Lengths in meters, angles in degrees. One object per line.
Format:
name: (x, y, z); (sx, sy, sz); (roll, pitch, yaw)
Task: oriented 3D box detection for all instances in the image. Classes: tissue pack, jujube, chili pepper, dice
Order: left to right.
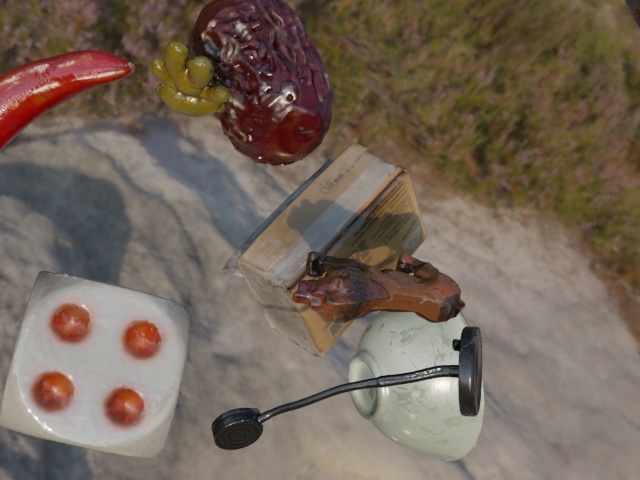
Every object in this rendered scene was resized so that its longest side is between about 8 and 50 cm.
chili pepper: (-0.444, -0.190, 1.654); (0.092, 0.368, 0.137); (44, 11, -48)
dice: (-0.348, 0.195, 1.775); (0.259, 0.243, 0.251); (15, 80, -12)
jujube: (-0.117, -0.310, 2.127); (0.258, 0.258, 0.376); (12, 42, -33)
tissue pack: (0.000, 0.000, 1.956); (0.238, 0.238, 0.305); (42, 71, 4)

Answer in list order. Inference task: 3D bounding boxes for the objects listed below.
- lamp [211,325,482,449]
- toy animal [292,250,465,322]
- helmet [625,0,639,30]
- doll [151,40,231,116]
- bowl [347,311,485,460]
lamp: (0.039, 0.215, 1.424); (0.371, 0.130, 0.108); (-17, 54, 2)
toy animal: (0.094, 0.076, 1.545); (0.313, 0.097, 0.157); (5, 10, -25)
helmet: (0.532, -0.364, 1.608); (0.189, 0.193, 0.216); (-27, 66, -7)
doll: (-0.206, -0.271, 1.843); (0.137, 0.209, 0.097); (19, 72, -4)
bowl: (0.134, 0.236, 1.923); (0.146, 0.313, 0.313); (-8, 54, -25)
